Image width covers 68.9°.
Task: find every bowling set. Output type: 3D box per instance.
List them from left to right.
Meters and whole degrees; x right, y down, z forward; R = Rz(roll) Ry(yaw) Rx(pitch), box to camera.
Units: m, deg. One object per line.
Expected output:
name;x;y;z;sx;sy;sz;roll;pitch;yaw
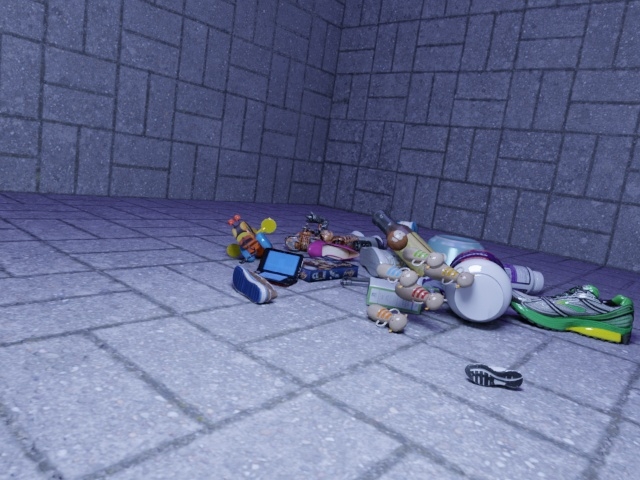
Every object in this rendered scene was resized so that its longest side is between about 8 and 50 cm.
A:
bowling set;0.231;0.082;1.168;0.287;0.200;0.154;-35;27;-22

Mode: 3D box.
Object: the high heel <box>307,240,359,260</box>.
high heel;0.052;0.048;1.862;0.117;0.082;0.244;2;-9;34

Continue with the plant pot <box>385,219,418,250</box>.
plant pot;0.392;-0.005;2.223;0.166;0.165;0.167;7;8;-1

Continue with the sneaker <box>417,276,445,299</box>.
sneaker;0.371;0.162;1.516;0.098;0.083;0.223;36;26;26

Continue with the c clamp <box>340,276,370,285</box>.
c clamp;0.137;0.141;1.552;0.160;0.022;0.137;5;4;-12

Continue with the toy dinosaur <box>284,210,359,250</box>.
toy dinosaur;0.000;0.000;2.033;0.321;0.164;0.218;20;17;-24

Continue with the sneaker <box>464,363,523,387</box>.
sneaker;0.335;0.265;0.914;0.109;0.040;0.044;12;-7;2

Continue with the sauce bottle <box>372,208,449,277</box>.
sauce bottle;0.327;0.017;1.741;0.111;0.111;0.344;-2;44;-48

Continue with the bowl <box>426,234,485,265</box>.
bowl;0.542;0.071;1.893;0.311;0.163;0.311;9;8;-1

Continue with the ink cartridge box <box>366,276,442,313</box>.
ink cartridge box;0.240;0.163;1.357;0.209;0.062;0.109;9;9;6

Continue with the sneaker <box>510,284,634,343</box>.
sneaker;0.724;0.188;1.369;0.343;0.146;0.134;9;9;13

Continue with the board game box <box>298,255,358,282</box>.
board game box;-0.008;0.095;1.623;0.165;0.042;0.243;16;12;42

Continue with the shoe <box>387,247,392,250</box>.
shoe;0.336;0.063;2.062;0.081;0.064;0.178;5;4;12

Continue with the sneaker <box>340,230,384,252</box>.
sneaker;0.193;0.025;2.133;0.108;0.100;0.271;-14;16;-31

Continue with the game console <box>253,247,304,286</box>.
game console;-0.140;0.081;1.460;0.144;0.085;0.124;11;9;18

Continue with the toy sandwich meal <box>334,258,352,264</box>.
toy sandwich meal;0.081;0.092;1.762;0.085;0.029;0.085;8;9;-1

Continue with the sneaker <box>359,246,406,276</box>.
sneaker;0.260;0.076;1.783;0.169;0.108;0.292;4;8;-7

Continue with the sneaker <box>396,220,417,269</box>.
sneaker;0.344;0.018;1.892;0.092;0.229;0.087;7;38;26

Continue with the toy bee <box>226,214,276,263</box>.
toy bee;-0.246;-0.019;1.647;0.195;0.162;0.298;-33;-3;-15

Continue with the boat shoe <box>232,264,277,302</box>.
boat shoe;-0.180;0.122;1.266;0.066;0.066;0.183;7;18;-38

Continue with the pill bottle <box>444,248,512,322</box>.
pill bottle;0.461;0.131;1.374;0.181;0.182;0.323;11;9;16

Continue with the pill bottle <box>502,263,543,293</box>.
pill bottle;0.728;0.146;1.755;0.193;0.108;0.108;7;9;-10
